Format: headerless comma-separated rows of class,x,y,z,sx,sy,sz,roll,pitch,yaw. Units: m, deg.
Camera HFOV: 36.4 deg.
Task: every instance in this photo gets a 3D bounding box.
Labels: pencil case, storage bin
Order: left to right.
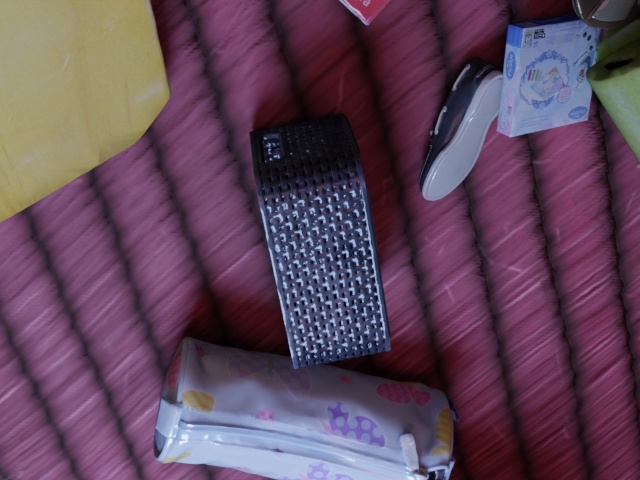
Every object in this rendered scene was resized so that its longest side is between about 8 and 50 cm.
pencil case,-0.015,0.170,0.885,0.273,0.124,0.114,15,114,-12
storage bin,0.000,0.000,0.803,0.084,0.122,0.180,-10,117,-1

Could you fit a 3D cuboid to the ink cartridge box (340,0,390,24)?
ink cartridge box,0.071,-0.297,0.624,0.114,0.197,0.273,38,107,-23

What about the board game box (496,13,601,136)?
board game box,0.187,-0.136,0.795,0.090,0.020,0.090,-14,119,-30

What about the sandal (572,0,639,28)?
sandal,0.227,-0.270,0.726,0.089,0.060,0.220,-3,102,-8

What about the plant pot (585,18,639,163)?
plant pot,0.352,-0.093,0.742,0.276,0.276,0.254,-41,102,13

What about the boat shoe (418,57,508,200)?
boat shoe,0.114,-0.093,0.819,0.046,0.038,0.125,-1,125,-42

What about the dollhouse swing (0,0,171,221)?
dollhouse swing,-0.297,-0.179,0.638,0.346,0.305,0.315,-34,88,-13
